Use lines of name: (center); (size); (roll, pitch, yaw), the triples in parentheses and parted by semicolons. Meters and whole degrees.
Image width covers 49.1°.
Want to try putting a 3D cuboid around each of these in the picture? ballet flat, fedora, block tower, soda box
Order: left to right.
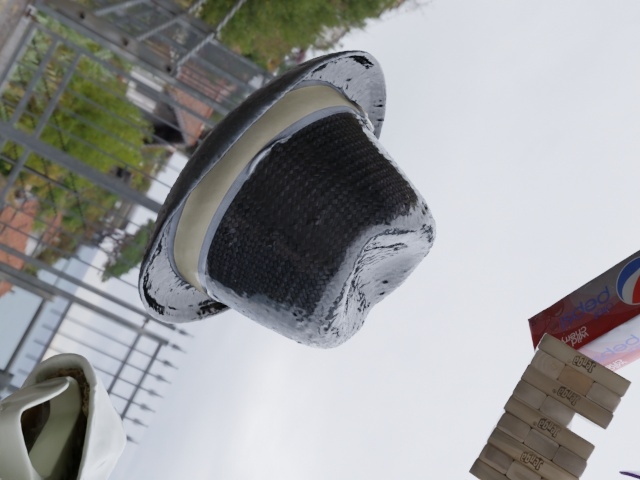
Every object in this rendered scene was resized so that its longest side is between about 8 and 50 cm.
ballet flat: (-0.231, 0.202, 0.515); (0.139, 0.139, 0.400); (-59, -167, 11)
fedora: (0.000, 0.000, 0.623); (0.334, 0.152, 0.334); (-43, 163, -16)
block tower: (0.177, 0.262, 0.684); (0.335, 0.097, 0.091); (-58, 161, -3)
soda box: (0.397, 0.090, 0.898); (0.263, 0.083, 0.092); (-44, -149, 38)

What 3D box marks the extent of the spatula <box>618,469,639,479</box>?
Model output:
spatula: (0.422, 0.217, 0.699); (0.084, 0.296, 0.030); (1, -84, 58)
